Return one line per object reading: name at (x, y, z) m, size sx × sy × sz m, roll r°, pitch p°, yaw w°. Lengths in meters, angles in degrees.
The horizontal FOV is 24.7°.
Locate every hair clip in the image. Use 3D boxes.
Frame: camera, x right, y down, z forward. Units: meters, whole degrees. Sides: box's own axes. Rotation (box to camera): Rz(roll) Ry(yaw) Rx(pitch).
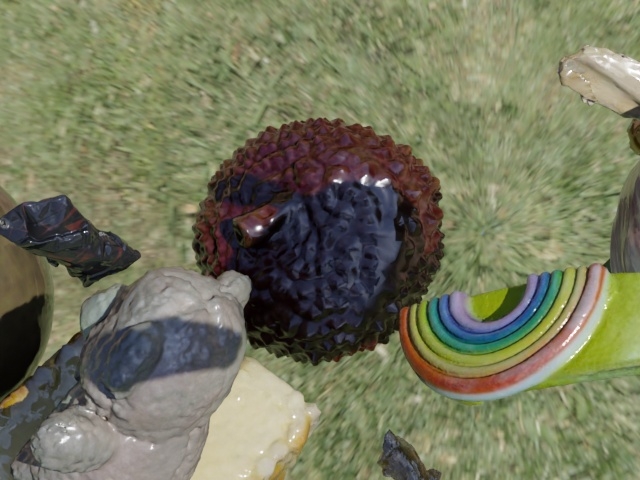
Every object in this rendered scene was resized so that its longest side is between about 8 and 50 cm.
hair clip at (0.118, 0.042, 0.646) m, size 0.188 × 0.033 × 0.060 m, roll -7°, pitch 54°, yaw 24°

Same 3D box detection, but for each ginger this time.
ginger at (0.107, 0.286, 1.801) m, size 0.044 × 0.057 × 0.137 m, roll -15°, pitch 115°, yaw 44°

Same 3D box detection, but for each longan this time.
longan at (-0.447, 0.044, 1.679) m, size 0.288 × 0.288 × 0.350 m, roll -21°, pitch 121°, yaw 6°

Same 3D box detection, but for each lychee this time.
lychee at (0.000, 0.000, 1.759) m, size 0.306 × 0.330 × 0.306 m, roll -5°, pitch 79°, yaw 27°

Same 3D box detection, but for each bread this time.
bread at (-0.228, 0.279, 1.576) m, size 0.279 × 0.390 × 0.371 m, roll 39°, pitch 59°, yaw 9°

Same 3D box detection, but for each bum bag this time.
bum bag at (-0.172, 0.001, 1.010) m, size 0.058 × 0.124 × 0.034 m, roll -21°, pitch 64°, yaw 15°

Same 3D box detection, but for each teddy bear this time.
teddy bear at (-0.164, 0.139, 1.289) m, size 0.151 × 0.236 × 0.267 m, roll 30°, pitch 125°, yaw 17°

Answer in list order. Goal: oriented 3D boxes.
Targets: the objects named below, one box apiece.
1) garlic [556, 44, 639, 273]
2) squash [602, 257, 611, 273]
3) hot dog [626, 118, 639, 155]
garlic at (0.269, -0.050, 1.017) m, size 0.253 × 0.245 × 0.245 m, roll 41°, pitch 94°, yaw 16°
squash at (0.359, 0.007, 1.277) m, size 0.252 × 0.169 × 0.093 m, roll 3°, pitch 124°, yaw 36°
hot dog at (0.463, -0.134, 1.726) m, size 0.115 × 0.269 × 0.072 m, roll 21°, pitch 70°, yaw -15°
